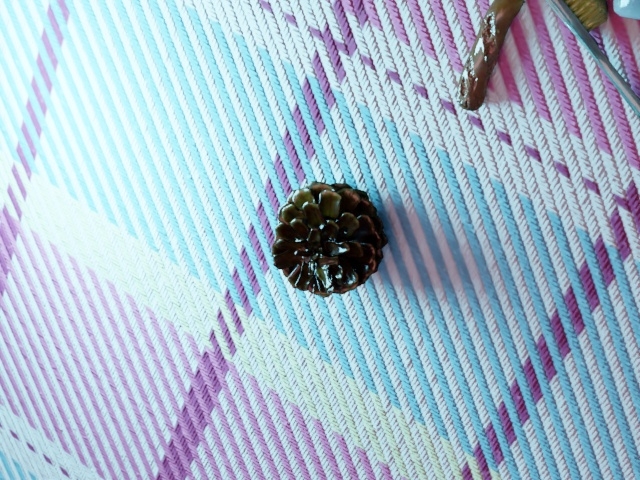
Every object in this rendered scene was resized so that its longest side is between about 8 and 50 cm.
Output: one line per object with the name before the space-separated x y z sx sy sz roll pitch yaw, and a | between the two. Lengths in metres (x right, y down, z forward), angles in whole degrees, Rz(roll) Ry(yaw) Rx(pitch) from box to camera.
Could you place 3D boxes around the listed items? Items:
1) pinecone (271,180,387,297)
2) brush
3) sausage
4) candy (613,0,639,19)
pinecone | 0.005 0.004 1.414 0.163 0.165 0.163 5 108 14
brush | 0.320 -0.248 1.211 0.060 0.068 0.297 -38 93 13
sausage | 0.206 -0.234 1.288 0.036 0.042 0.158 55 133 47
candy | 0.397 -0.319 1.124 0.138 0.071 0.174 15 113 22
